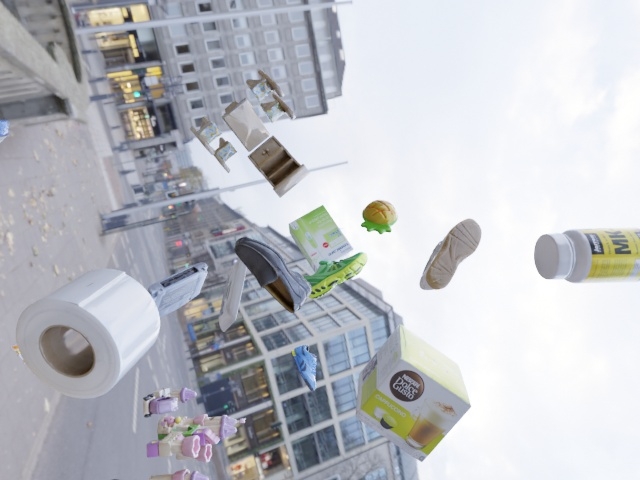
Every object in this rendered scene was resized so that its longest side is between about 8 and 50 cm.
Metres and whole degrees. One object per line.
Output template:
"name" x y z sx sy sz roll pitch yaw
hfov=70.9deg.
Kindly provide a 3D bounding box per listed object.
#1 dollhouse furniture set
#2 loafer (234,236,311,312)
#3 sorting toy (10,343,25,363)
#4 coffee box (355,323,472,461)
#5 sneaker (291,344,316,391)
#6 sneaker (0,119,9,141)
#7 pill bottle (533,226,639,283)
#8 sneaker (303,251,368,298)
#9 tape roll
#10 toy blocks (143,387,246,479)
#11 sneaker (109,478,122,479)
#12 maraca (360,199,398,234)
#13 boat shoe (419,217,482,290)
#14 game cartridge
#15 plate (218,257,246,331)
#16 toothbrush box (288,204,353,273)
"dollhouse furniture set" -0.242 -0.394 1.834 0.256 0.362 0.394 49 -2 31
"loafer" -0.090 0.061 0.813 0.170 0.061 0.062 39 -52 -9
"sorting toy" -1.097 0.410 1.686 0.045 0.075 0.083 0 -59 36
"coffee box" 0.384 0.633 1.921 0.338 0.334 0.338 34 15 0
"sneaker" -0.046 0.477 1.715 0.209 0.082 0.069 -122 -170 -53
"sneaker" -0.955 -0.253 1.263 0.296 0.112 0.131 -10 -83 33
"pill bottle" 0.578 0.032 0.955 0.119 0.208 0.119 178 -90 -86
"sneaker" 0.055 0.114 1.792 0.123 0.295 0.109 57 -10 30
"tape roll" -0.517 0.206 1.019 0.169 0.246 0.246 -62 144 -68
"toy blocks" -0.418 0.649 1.540 0.288 0.260 0.309 25 59 -84
"sneaker" -0.611 0.883 1.408 0.162 0.106 0.281 -36 -87 33
"maraca" 0.203 -0.077 1.554 0.185 0.127 0.099 -65 160 -52
"boat shoe" 0.378 0.040 1.342 0.098 0.277 0.096 46 -24 -1
"game cartridge" -0.605 0.217 1.858 0.062 0.297 0.198 42 -56 13
"plate" -0.357 0.209 1.807 0.277 0.045 0.278 136 -35 -60
"toothbrush box" 0.000 0.000 2.216 0.283 0.206 0.122 57 -12 16
